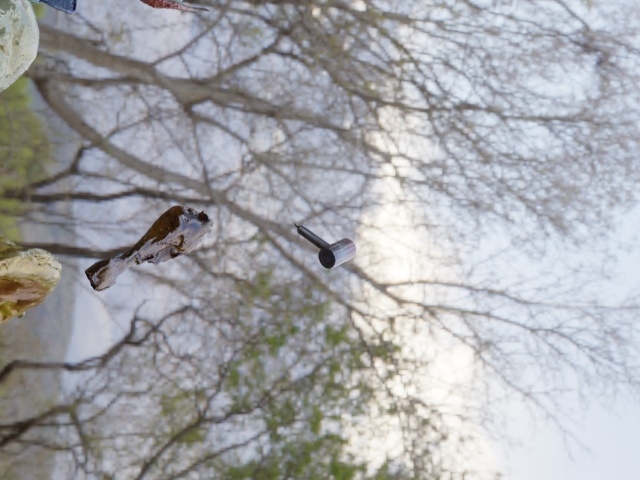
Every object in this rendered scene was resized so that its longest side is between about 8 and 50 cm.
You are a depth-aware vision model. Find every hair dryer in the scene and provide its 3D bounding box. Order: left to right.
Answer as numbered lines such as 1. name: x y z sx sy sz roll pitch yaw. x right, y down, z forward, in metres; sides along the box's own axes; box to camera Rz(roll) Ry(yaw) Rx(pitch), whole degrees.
1. hair dryer: 0.000 0.000 1.578 0.114 0.063 0.037 35 -54 23

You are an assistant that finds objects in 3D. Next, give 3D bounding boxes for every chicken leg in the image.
1. chicken leg: -0.339 0.011 1.845 0.093 0.304 0.113 44 -45 16

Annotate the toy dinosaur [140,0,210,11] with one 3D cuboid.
1. toy dinosaur: -0.400 -0.600 2.331 0.053 0.242 0.167 -59 -177 44

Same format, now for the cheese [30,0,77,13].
1. cheese: -0.539 -0.450 1.494 0.083 0.320 0.204 -48 -143 39

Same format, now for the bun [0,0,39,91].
1. bun: -0.633 -0.378 1.699 0.141 0.239 0.239 -90 -166 -60

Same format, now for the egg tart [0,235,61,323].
1. egg tart: -0.757 0.094 1.932 0.178 0.443 0.443 64 -29 8
